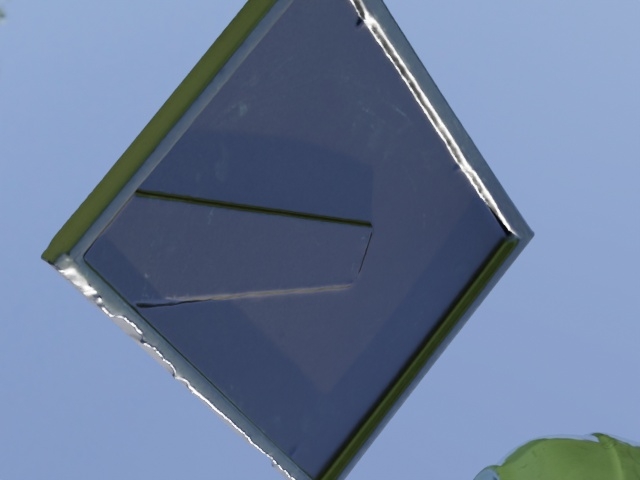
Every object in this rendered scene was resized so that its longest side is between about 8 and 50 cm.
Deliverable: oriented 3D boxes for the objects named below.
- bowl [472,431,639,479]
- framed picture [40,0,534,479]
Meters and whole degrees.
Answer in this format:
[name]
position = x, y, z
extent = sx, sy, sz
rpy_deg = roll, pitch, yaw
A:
[bowl]
position = 0.235, 0.341, 1.843
extent = 0.163, 0.307, 0.307
rpy_deg = 18, -156, -11
[framed picture]
position = 0.000, 0.000, 0.916
extent = 0.016, 0.289, 0.213
rpy_deg = 30, -103, 40
